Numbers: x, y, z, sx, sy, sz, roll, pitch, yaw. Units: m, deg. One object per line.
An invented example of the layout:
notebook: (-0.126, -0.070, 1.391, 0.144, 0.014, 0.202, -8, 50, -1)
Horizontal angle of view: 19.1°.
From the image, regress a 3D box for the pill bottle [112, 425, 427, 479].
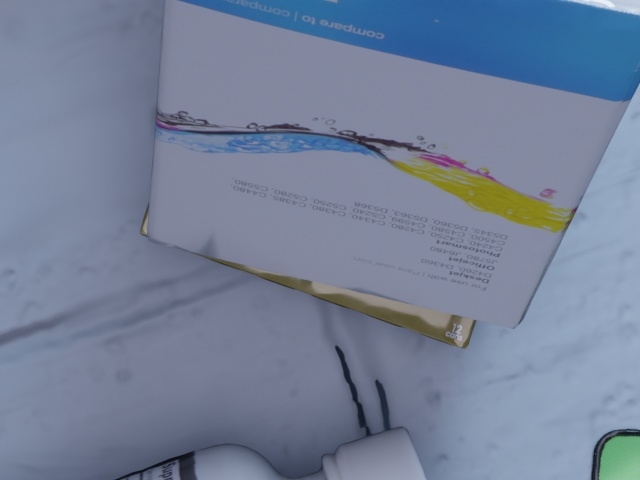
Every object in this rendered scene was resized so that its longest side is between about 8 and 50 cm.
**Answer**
pill bottle: (-0.085, 0.206, 0.952, 0.318, 0.176, 0.176, -19, 92, -1)

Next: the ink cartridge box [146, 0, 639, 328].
ink cartridge box: (0.040, -0.121, 0.870, 0.197, 0.270, 0.198, 13, 60, -1)

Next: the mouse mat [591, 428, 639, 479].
mouse mat: (0.220, 0.200, 1.044, 0.153, 0.007, 0.189, 4, 91, -2)

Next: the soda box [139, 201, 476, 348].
soda box: (0.000, 0.000, 1.004, 0.181, 0.061, 0.058, 19, 91, -2)
